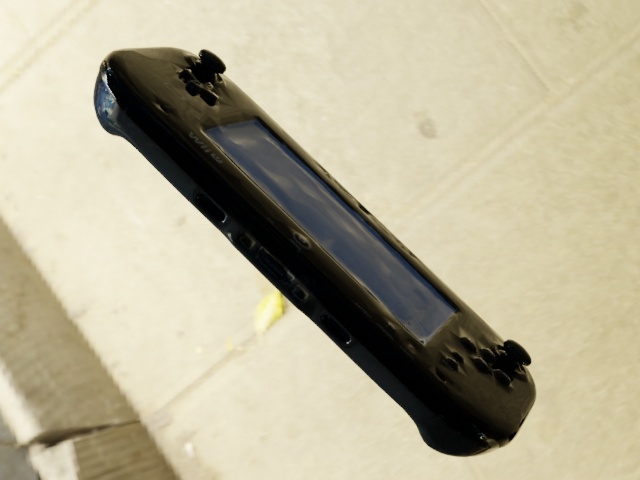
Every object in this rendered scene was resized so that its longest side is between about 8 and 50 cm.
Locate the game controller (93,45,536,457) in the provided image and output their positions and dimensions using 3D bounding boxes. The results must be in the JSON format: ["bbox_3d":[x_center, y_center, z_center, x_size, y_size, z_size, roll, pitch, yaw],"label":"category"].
[{"bbox_3d":[0.000,0.000,0.856,0.319,0.166,0.067,43,99,6],"label":"game controller"}]
